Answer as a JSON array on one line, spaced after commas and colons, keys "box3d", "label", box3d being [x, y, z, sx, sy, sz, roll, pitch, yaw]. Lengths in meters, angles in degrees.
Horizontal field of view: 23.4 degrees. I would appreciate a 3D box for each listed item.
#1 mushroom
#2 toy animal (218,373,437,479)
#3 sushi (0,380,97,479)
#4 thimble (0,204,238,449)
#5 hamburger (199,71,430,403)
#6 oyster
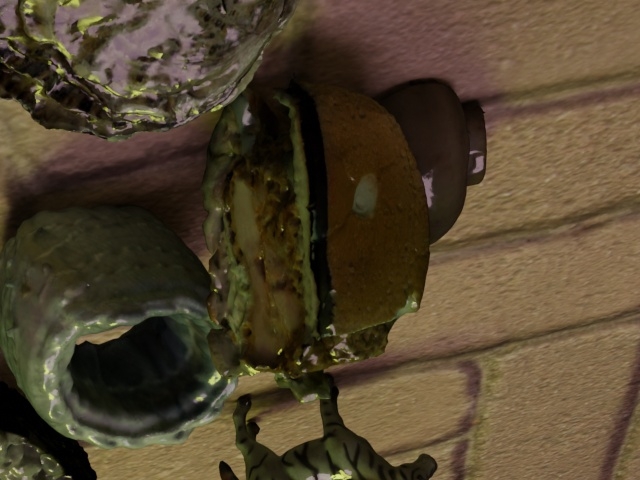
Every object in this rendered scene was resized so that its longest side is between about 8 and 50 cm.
[{"box3d": [0.090, -0.056, 1.477, 0.141, 0.117, 0.188, -1, 151, -3], "label": "mushroom"}, {"box3d": [0.007, 0.242, 1.835, 0.255, 0.170, 0.090, -6, 145, 16], "label": "toy animal"}, {"box3d": [-0.369, 0.260, 1.672, 0.211, 0.171, 0.350, -42, 142, 2], "label": "sushi"}, {"box3d": [-0.193, 0.083, 1.450, 0.205, 0.172, 0.250, -41, 138, 1], "label": "thimble"}, {"box3d": [0.000, 0.000, 1.375, 0.167, 0.288, 0.192, -1, -178, 38], "label": "hamburger"}, {"box3d": [-0.143, -0.172, 1.197, 0.267, 0.112, 0.198, 5, 122, -18], "label": "oyster"}]
